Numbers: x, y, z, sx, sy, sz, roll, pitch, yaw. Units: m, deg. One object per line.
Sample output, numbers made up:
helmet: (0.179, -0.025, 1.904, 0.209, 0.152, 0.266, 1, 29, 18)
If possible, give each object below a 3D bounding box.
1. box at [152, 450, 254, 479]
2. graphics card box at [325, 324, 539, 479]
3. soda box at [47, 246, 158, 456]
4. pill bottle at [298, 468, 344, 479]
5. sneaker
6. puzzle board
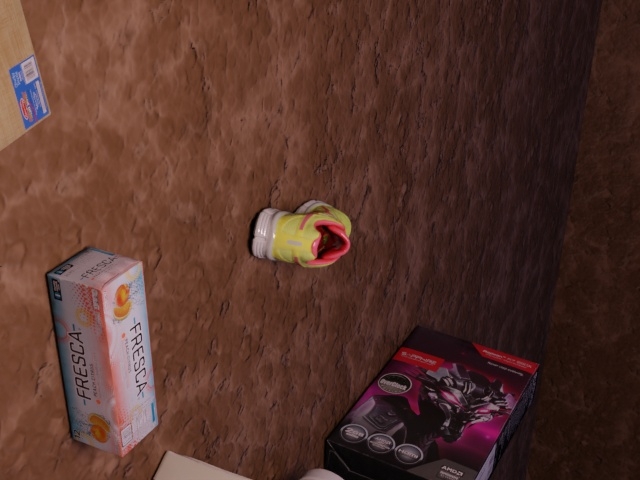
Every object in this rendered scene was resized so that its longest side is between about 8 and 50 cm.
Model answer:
box: (-0.140, 0.371, 1.047, 0.232, 0.127, 0.148, -65, 153, -24)
graphics card box: (0.190, 0.290, 1.580, 0.371, 0.233, 0.094, -42, 143, -50)
soda box: (-0.193, 0.102, 0.873, 0.058, 0.063, 0.183, -42, 139, -52)
pill bottle: (-0.049, 0.409, 1.236, 0.264, 0.146, 0.146, -44, 140, -49)
sneaker: (0.000, 0.000, 1.194, 0.208, 0.094, 0.081, -15, 115, -64)
puzzle board: (-0.246, -0.126, 0.707, 0.096, 0.011, 0.128, -52, 146, -44)
